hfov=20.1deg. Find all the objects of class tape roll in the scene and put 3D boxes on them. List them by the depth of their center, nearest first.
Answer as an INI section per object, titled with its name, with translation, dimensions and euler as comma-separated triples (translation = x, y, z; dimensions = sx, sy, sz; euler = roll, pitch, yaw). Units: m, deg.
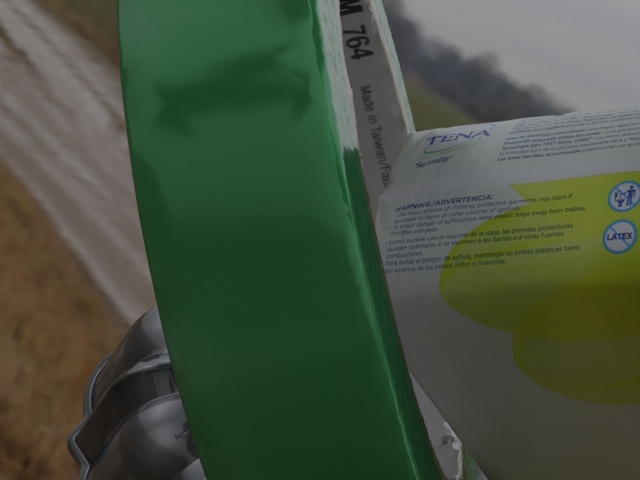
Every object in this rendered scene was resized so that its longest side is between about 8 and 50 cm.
[tape roll]
translation = 0.000, 0.000, 0.765
dimensions = 0.077, 0.321, 0.321
euler = -11, 1, 8

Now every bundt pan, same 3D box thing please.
[bundt pan]
translation = -0.008, 0.137, 1.296
dimensions = 0.330, 0.124, 0.331
euler = 11, 48, -13

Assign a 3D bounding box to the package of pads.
[package of pads]
translation = 0.173, 0.064, 0.750
dimensions = 0.229, 0.101, 0.296
euler = -5, -43, 31
